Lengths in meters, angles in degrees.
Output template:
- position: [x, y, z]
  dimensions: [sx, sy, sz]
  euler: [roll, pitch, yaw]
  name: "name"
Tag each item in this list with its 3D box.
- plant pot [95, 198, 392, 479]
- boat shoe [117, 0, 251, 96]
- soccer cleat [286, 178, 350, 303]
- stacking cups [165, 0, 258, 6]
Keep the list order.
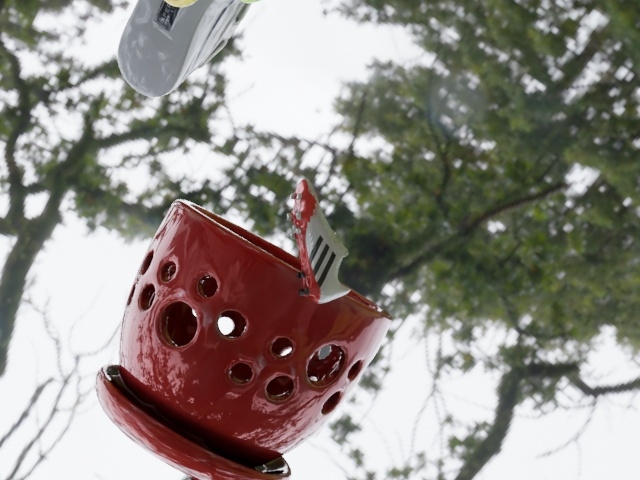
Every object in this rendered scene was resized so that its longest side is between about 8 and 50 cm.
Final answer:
- position: [-0.068, 0.084, 0.841]
  dimensions: [0.191, 0.174, 0.191]
  euler: [31, 180, 0]
  name: "plant pot"
- position: [-0.095, -0.242, 1.005]
  dimensions: [0.096, 0.267, 0.088]
  euler: [38, -143, 8]
  name: "boat shoe"
- position: [0.000, 0.000, 0.732]
  dimensions: [0.036, 0.083, 0.029]
  euler: [-7, -179, -19]
  name: "soccer cleat"
- position: [0.014, -0.236, 0.895]
  dimensions: [0.316, 0.096, 0.096]
  euler: [-10, -131, -40]
  name: "stacking cups"
